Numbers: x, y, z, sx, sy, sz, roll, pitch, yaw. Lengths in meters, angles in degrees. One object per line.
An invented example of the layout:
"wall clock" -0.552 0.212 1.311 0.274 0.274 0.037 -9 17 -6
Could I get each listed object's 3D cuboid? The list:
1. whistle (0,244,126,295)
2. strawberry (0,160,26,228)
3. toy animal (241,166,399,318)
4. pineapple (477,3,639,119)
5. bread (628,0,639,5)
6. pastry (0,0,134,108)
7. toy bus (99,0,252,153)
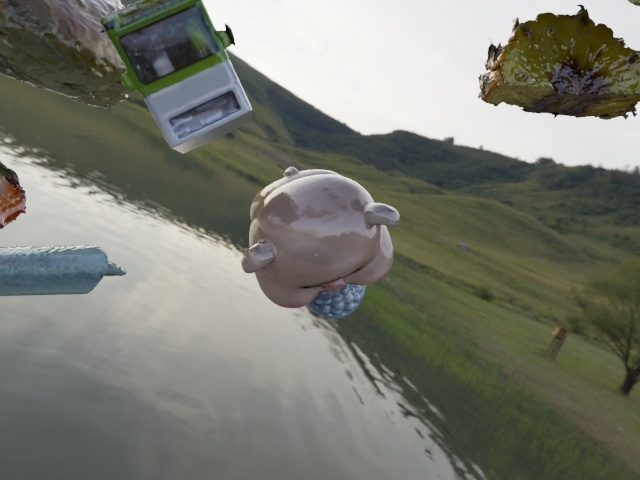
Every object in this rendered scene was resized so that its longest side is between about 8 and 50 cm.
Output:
"whistle" -0.396 0.037 0.553 0.312 0.062 0.062 -1 7 -4
"strawberry" -0.515 -0.056 0.676 0.146 0.082 0.187 37 28 -27
"toy animal" -0.007 -0.019 0.700 0.229 0.210 0.221 70 -2 -57
"pineapple" 0.315 -0.237 0.610 0.233 0.135 0.079 5 -19 -10
"bread" 0.427 -0.389 0.508 0.196 0.252 0.238 28 38 -28
"pastry" -0.410 -0.347 0.733 0.330 0.136 0.329 36 25 -20
"toy bus" -0.154 -0.184 0.564 0.139 0.113 0.302 65 -5 -11
